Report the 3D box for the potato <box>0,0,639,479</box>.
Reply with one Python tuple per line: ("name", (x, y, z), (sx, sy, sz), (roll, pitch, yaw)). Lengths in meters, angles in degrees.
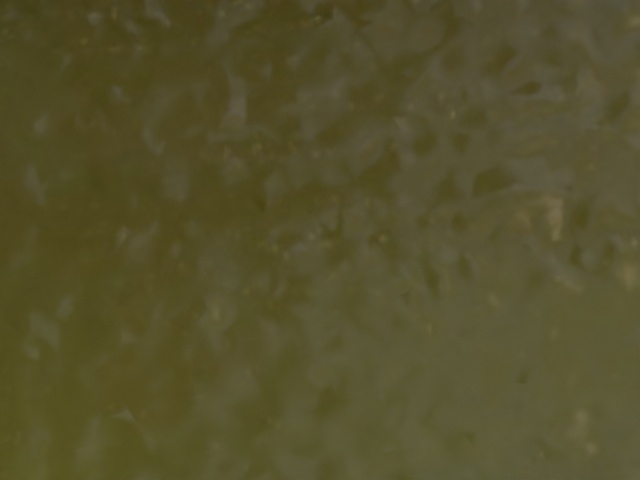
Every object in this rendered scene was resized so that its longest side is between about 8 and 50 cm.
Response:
("potato", (0.000, 0.000, 0.374), (0.111, 0.272, 0.160), (34, 47, -73))
